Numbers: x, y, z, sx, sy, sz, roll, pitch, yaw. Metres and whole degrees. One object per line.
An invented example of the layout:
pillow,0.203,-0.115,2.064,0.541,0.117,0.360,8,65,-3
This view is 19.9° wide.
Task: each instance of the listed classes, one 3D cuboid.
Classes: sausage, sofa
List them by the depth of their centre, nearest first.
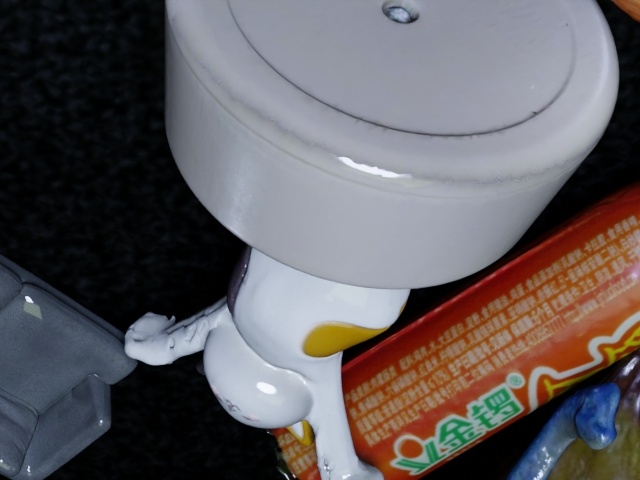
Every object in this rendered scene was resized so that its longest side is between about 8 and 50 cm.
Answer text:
sofa,-0.165,0.053,0.852,0.085,0.060,0.147,-38,124,23
sausage,0.093,0.044,0.865,0.264,0.083,0.083,-34,126,21

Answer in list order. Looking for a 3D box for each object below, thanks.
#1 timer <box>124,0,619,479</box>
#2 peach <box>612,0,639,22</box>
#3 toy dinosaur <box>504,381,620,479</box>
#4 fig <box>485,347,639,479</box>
timer,0.000,0.000,0.769,0.175,0.175,0.266,7,137,-12
peach,0.179,-0.144,0.628,0.232,0.232,0.232,-3,131,-4
toy dinosaur,0.051,0.143,0.906,0.075,0.248,0.188,15,88,-28
fig,0.156,0.134,0.920,0.170,0.145,0.274,4,117,-12
